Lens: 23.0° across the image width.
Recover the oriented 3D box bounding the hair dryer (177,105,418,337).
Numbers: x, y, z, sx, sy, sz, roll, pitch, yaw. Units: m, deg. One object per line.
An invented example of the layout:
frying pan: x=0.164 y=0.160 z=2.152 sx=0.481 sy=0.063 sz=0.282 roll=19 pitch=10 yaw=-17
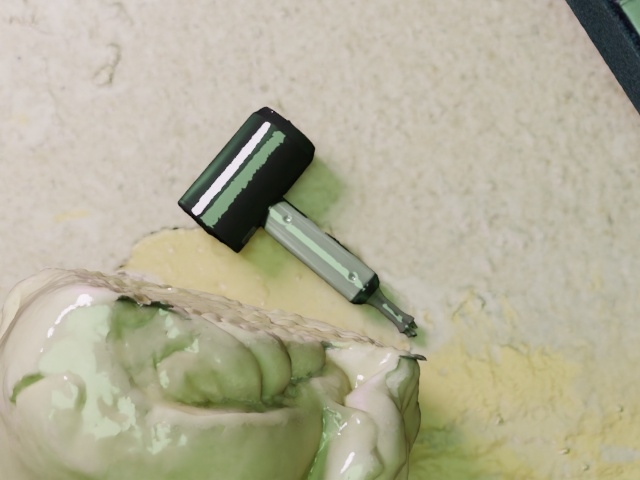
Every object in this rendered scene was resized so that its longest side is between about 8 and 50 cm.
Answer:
hair dryer: x=0.000 y=0.000 z=1.147 sx=0.198 sy=0.057 sz=0.100 roll=41 pitch=87 yaw=0

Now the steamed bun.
steamed bun: x=-0.085 y=0.135 z=1.013 sx=0.320 sy=0.275 sz=0.206 roll=17 pitch=90 yaw=-34

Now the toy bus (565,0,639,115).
toy bus: x=0.236 y=-0.224 z=1.112 sx=0.167 sy=0.138 sz=0.275 roll=-31 pitch=84 yaw=1
